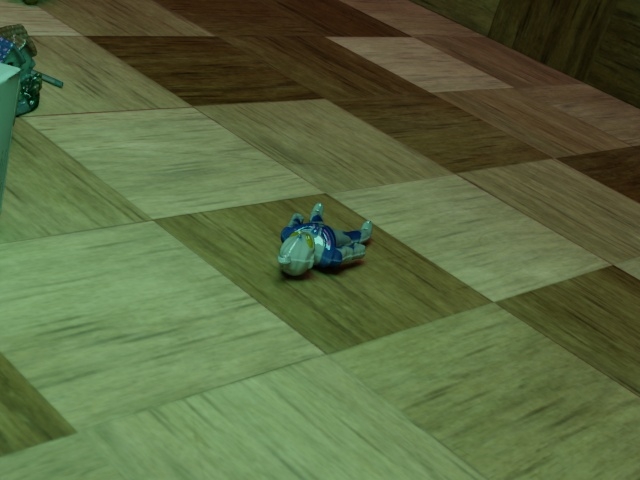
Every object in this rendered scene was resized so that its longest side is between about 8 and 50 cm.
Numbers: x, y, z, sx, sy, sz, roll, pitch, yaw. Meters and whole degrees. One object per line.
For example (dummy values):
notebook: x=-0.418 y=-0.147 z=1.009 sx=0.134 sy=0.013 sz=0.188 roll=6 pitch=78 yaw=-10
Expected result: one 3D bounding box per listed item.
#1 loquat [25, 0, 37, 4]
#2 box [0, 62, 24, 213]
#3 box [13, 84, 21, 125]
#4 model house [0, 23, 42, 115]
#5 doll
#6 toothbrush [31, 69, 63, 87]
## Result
loquat: x=-0.588 y=-0.559 z=2.096 sx=0.149 sy=0.204 sz=0.172 roll=-5 pitch=-13 yaw=-18
box: x=-0.426 y=-0.064 z=1.088 sx=0.106 sy=0.200 sz=0.299 roll=17 pitch=25 yaw=3
box: x=-0.634 y=-0.220 z=1.368 sx=0.367 sy=0.090 sz=0.373 roll=22 pitch=16 yaw=20
model house: x=-0.472 y=-0.272 z=1.563 sx=0.119 sy=0.148 sz=0.148 roll=25 pitch=28 yaw=16
doll: x=0.000 y=0.000 z=1.401 sx=0.114 sy=0.057 sz=0.227 roll=26 pitch=24 yaw=11
toothbrush: x=-0.491 y=-0.284 z=1.741 sx=0.167 sy=0.011 sz=0.014 roll=23 pitch=20 yaw=15
